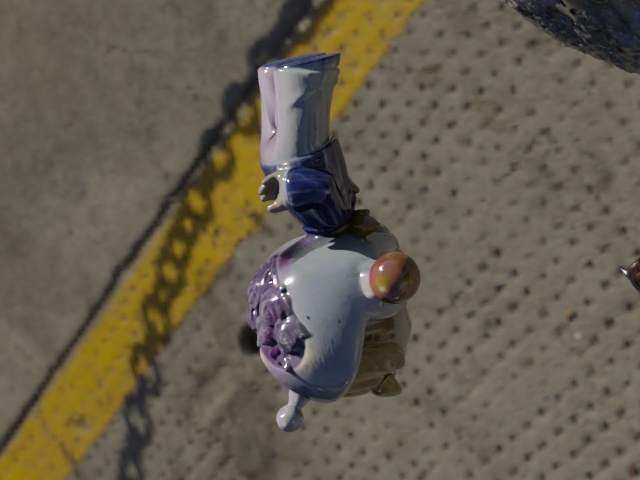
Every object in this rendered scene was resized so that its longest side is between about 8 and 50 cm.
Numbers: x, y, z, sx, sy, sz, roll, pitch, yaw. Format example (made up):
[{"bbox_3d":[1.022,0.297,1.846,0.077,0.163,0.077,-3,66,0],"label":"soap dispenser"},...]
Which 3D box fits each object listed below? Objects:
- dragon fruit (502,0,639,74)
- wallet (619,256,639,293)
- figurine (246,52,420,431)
[{"bbox_3d":[0.200,-0.257,1.024,0.283,0.221,0.204,-67,23,0],"label":"dragon fruit"},{"bbox_3d":[0.300,-0.038,1.048,0.243,0.133,0.039,-41,65,9],"label":"wallet"},{"bbox_3d":[0.003,-0.002,1.288,0.194,0.133,0.274,-132,33,-53],"label":"figurine"}]
